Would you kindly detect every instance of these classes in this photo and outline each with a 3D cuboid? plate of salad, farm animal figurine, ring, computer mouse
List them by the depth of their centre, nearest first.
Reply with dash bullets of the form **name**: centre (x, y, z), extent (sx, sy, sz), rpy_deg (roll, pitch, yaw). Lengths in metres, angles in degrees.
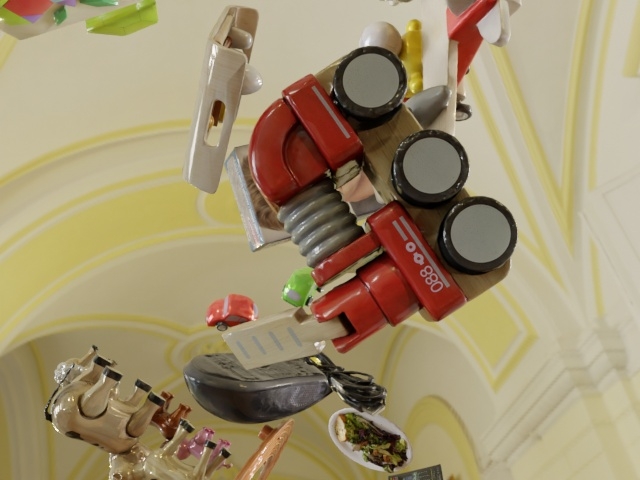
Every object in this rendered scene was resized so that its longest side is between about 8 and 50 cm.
- **computer mouse**: centre (-0.060, 0.203, 0.864), extent (0.272, 0.189, 0.072), rpy_deg (8, -83, -38)
- **ring**: centre (-0.140, 0.386, 0.882), extent (0.032, 0.336, 0.336), rpy_deg (30, -40, 12)
- **farm animal figurine**: centre (-0.331, 0.343, 1.117), extent (0.327, 0.172, 0.330), rpy_deg (39, -14, -17)
- **plate of salad**: centre (0.106, 0.450, 1.418), extent (0.200, 0.048, 0.199), rpy_deg (14, -53, 19)

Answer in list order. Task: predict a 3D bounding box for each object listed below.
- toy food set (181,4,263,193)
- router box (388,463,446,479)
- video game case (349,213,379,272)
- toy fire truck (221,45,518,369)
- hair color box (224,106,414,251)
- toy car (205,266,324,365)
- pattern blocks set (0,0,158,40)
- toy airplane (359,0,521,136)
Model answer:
- **toy food set**: centre (-0.145, -0.239, 1.045), extent (0.093, 0.306, 0.219), rpy_deg (14, -61, -8)
- **router box**: centre (0.157, 0.416, 1.010), extent (0.092, 0.122, 0.038), rpy_deg (-16, -70, 10)
- **video game case**: centre (0.153, 0.011, 1.073), extent (0.227, 0.026, 0.206), rpy_deg (1, -23, -18)
- **toy fire truck**: centre (0.000, 0.000, 0.542), extent (0.246, 0.217, 0.158), rpy_deg (-34, -7, -3)
- **hair color box**: centre (0.022, -0.112, 1.154), extent (0.347, 0.173, 0.105), rpy_deg (-17, -3, -20)
- **toy car**: centre (-0.064, 0.116, 1.193), extent (0.239, 0.225, 0.053), rpy_deg (26, -41, 17)
- **pattern blocks set**: centre (-0.243, -0.236, 0.578), extent (0.325, 0.026, 0.285), rpy_deg (-16, -4, 24)
- **toy airplane**: centre (0.216, -0.393, 1.277), extent (0.273, 0.386, 0.384), rpy_deg (4, -63, -5)
